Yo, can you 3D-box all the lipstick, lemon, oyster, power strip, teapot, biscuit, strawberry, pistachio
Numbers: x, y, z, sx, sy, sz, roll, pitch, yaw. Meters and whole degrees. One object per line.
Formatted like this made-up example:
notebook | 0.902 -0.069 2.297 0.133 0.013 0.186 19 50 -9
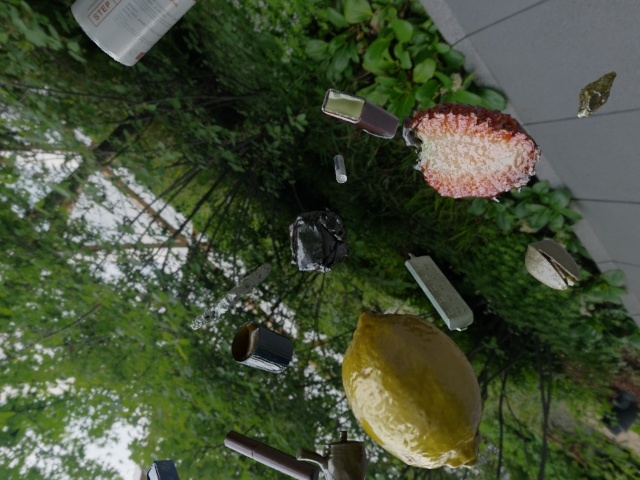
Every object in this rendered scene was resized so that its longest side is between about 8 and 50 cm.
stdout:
lipstick | 0.077 -0.285 1.615 0.040 0.040 0.141 47 -154 -39
lemon | 0.131 0.215 0.604 0.257 0.188 0.188 55 179 23
oyster | 0.554 -0.292 0.827 0.034 0.051 0.093 -94 6 -57
power strip | 0.265 0.104 0.951 0.253 0.060 0.027 -116 18 -48
lipstick | -0.165 0.702 1.336 0.356 0.057 0.057 5 153 30
teapot | 0.013 0.328 0.611 0.110 0.080 0.085 8 153 -25
biscuit | -0.237 0.150 1.114 0.040 0.265 0.188 52 163 -4
strawberry | 0.337 -0.193 0.870 0.306 0.137 0.234 21 147 47
pistachio | 0.614 0.064 1.089 0.113 0.113 0.149 47 -175 -39

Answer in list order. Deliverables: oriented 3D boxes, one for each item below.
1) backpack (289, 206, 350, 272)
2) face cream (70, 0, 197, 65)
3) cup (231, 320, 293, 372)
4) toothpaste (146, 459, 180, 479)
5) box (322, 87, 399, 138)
backpack | 0.000 0.004 0.809 0.105 0.120 0.165 0 176 13
face cream | -0.215 -0.341 0.541 0.096 0.214 0.096 50 -167 -16
cup | -0.169 0.300 1.166 0.138 0.114 0.150 35 170 -38
toothpaste | -0.396 0.714 1.095 0.066 0.053 0.272 24 -171 -43
box | 0.109 -0.325 1.061 0.120 0.069 0.224 27 -164 25
